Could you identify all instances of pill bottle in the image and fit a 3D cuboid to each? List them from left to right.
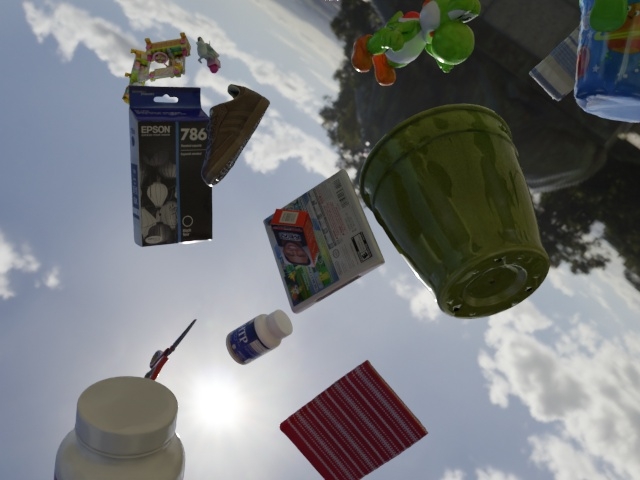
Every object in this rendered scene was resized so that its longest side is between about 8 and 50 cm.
[{"bbox_3d":[-0.372,0.470,1.236,0.228,0.408,0.229,11,-161,-4],"label":"pill bottle"},{"bbox_3d":[-0.179,0.282,1.995,0.112,0.186,0.112,45,-155,-28],"label":"pill bottle"}]

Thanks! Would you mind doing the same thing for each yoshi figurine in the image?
[{"bbox_3d":[0.265,-0.515,1.794,0.203,0.362,0.203,56,-135,-16],"label":"yoshi figurine"}]

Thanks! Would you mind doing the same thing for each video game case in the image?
[{"bbox_3d":[0.000,0.000,1.917,0.036,0.299,0.329,33,-150,-53],"label":"video game case"}]

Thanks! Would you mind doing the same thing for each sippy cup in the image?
[{"bbox_3d":[0.565,-0.341,1.211,0.305,0.224,0.240,16,178,-15],"label":"sippy cup"}]

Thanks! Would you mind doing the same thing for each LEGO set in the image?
[{"bbox_3d":[-0.369,-0.366,1.516,0.132,0.286,0.107,36,-138,-50],"label":"LEGO set"}]

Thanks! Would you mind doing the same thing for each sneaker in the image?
[{"bbox_3d":[-0.142,-0.157,0.989,0.071,0.066,0.188,30,-130,-5],"label":"sneaker"}]

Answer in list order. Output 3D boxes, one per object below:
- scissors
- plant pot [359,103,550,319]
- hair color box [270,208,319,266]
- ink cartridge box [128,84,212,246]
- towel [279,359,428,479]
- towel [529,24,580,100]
[{"bbox_3d":[-0.399,0.303,1.772,0.021,0.297,0.109,31,-132,-20],"label":"scissors"},{"bbox_3d":[0.307,-0.037,1.439,0.366,0.366,0.353,25,-145,-40],"label":"plant pot"},{"bbox_3d":[-0.051,-0.004,1.397,0.071,0.043,0.141,6,146,17],"label":"hair color box"},{"bbox_3d":[-0.315,-0.158,1.427,0.165,0.333,0.065,-8,-166,-31],"label":"ink cartridge box"},{"bbox_3d":[0.063,0.391,1.400,0.199,0.275,0.031,49,-155,0],"label":"towel"},{"bbox_3d":[0.759,-0.549,1.972,0.209,0.285,0.034,18,-145,-46],"label":"towel"}]
